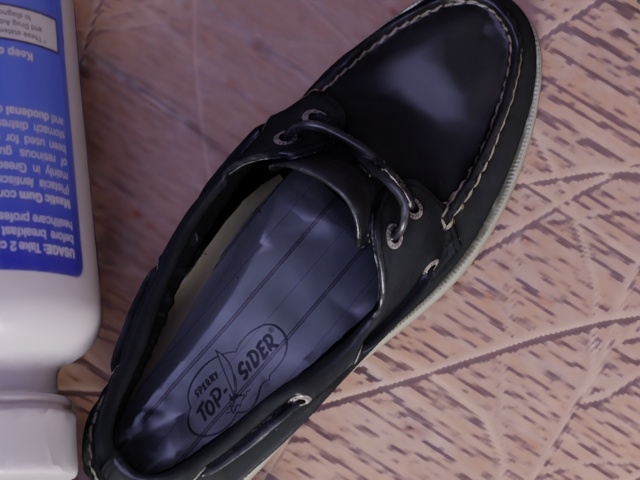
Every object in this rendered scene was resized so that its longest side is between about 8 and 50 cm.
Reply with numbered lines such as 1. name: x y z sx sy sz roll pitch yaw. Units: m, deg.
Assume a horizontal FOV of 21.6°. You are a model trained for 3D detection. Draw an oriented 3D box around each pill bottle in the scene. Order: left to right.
1. pill bottle: -0.190 -0.010 0.846 0.152 0.152 0.272 -8 77 7

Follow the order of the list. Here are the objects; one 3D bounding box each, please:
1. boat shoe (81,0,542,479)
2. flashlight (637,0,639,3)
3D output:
1. boat shoe: -0.004 -0.002 0.851 0.127 0.113 0.340 43 85 10
2. flashlight: 0.099 -0.204 0.855 0.304 0.103 0.103 33 59 11
